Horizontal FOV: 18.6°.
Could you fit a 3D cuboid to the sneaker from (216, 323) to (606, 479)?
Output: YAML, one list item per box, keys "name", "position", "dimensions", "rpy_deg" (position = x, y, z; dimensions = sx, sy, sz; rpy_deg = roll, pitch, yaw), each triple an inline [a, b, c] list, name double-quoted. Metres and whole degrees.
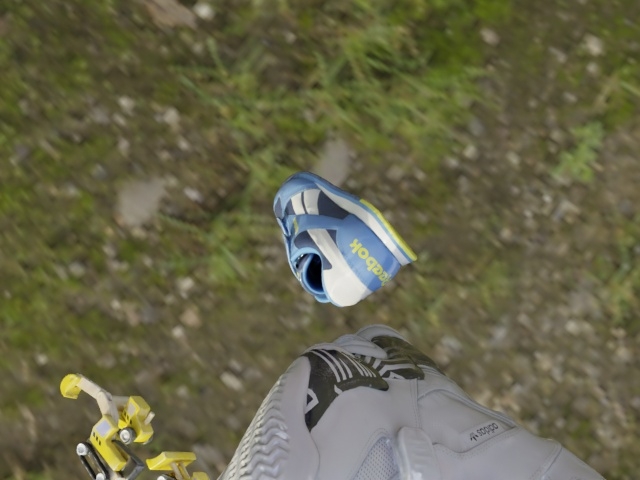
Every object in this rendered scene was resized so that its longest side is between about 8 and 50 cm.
- name: "sneaker"
  position: [0.062, 0.158, 1.111]
  dimensions: [0.210, 0.366, 0.137]
  rpy_deg: [32, 102, 9]

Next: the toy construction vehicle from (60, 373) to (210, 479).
- name: "toy construction vehicle"
  position: [-0.113, 0.126, 1.228]
  dimensions: [0.035, 0.098, 0.086]
  rpy_deg: [-49, 147, 19]

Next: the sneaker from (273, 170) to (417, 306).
- name: "sneaker"
  position: [0.000, 0.000, 1.161]
  dimensions: [0.059, 0.144, 0.053]
  rpy_deg: [-48, 114, -7]
